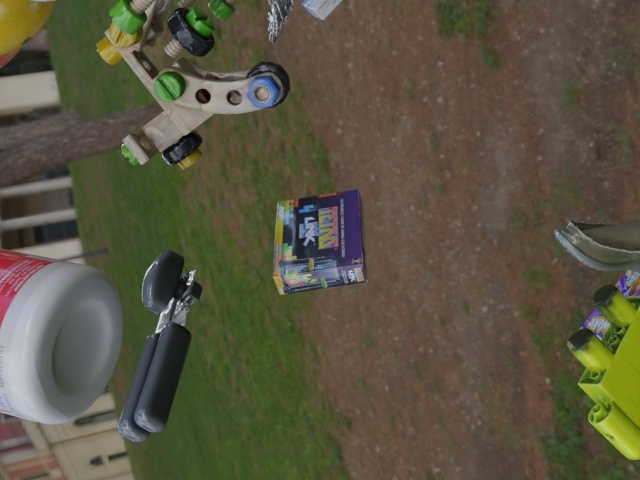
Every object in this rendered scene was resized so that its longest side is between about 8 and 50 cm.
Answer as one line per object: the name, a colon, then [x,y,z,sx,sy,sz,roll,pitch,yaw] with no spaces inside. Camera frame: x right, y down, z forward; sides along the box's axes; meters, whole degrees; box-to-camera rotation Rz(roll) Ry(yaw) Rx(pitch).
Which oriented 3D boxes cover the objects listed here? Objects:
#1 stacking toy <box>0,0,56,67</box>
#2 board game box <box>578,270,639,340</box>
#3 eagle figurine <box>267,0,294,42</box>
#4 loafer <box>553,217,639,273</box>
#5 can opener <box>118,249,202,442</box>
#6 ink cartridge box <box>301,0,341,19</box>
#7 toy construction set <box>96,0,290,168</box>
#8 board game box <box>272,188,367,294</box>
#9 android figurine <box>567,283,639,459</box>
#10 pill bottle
stacking toy: [-0.433,-0.313,0.901,0.479,0.350,0.351,7,112,40]
board game box: [0.657,0.157,1.491,0.233,0.078,0.347,-54,4,9]
eagle figurine: [-0.072,-0.440,0.985,0.298,0.225,0.226,-55,30,0]
loafer: [0.486,-0.003,1.225,0.094,0.251,0.088,-117,42,-52]
can opener: [-0.228,0.141,1.061,0.074,0.093,0.281,-36,34,34]
ink cartridge box: [0.005,-0.390,1.251,0.028,0.048,0.083,41,-174,-28]
toy construction set: [-0.206,-0.242,1.011,0.257,0.237,0.309,35,-153,-36]
board game box: [0.000,0.000,1.213,0.048,0.140,0.170,71,-167,-45]
android figurine: [0.477,0.198,1.109,0.273,0.248,0.056,45,155,-12]
pill bottle: [-0.523,0.119,1.135,0.229,0.407,0.229,9,-90,-72]
